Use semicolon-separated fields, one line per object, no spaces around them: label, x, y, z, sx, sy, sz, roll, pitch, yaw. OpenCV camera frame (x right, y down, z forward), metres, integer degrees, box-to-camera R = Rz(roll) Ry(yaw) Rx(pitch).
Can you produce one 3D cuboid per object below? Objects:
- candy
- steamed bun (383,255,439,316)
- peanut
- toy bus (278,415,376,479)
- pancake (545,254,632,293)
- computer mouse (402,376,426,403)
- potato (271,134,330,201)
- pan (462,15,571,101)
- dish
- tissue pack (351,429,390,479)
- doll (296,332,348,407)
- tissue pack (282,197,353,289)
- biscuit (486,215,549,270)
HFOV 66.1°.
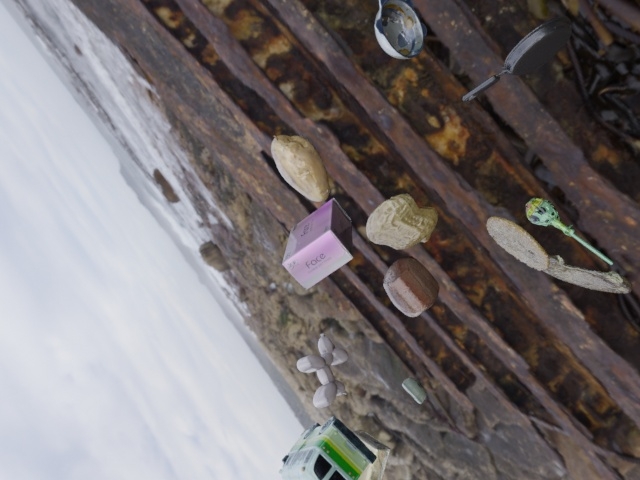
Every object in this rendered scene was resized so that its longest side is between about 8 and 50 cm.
candy;0.771;-0.026;1.523;0.305;0.083;0.091;42;-178;19
steamed bun;0.241;0.122;1.339;0.145;0.106;0.175;46;-150;3
peanut;0.263;-0.052;1.552;0.233;0.197;0.110;20;-144;-22
toy bus;0.000;0.538;1.187;0.133;0.164;0.276;43;148;5
pancake;0.855;0.110;1.620;0.286;0.033;0.288;28;170;-23
computer mouse;0.327;0.511;1.696;0.089;0.056;0.182;49;177;15
potato;-0.052;-0.226;1.496;0.235;0.128;0.161;46;165;4
pan;0.384;-0.343;0.970;0.235;0.136;0.028;-36;71;37
dish;0.251;-0.714;1.669;0.236;0.228;0.086;13;166;-35
tissue pack;0.153;0.806;1.769;0.092;0.196;0.148;17;178;-43
doll;0.016;0.313;1.212;0.160;0.059;0.161;-10;-108;-56
tissue pack;0.000;0.000;1.228;0.092;0.148;0.246;51;-165;-15
biscuit;0.560;0.008;1.399;0.220;0.033;0.220;44;177;3
